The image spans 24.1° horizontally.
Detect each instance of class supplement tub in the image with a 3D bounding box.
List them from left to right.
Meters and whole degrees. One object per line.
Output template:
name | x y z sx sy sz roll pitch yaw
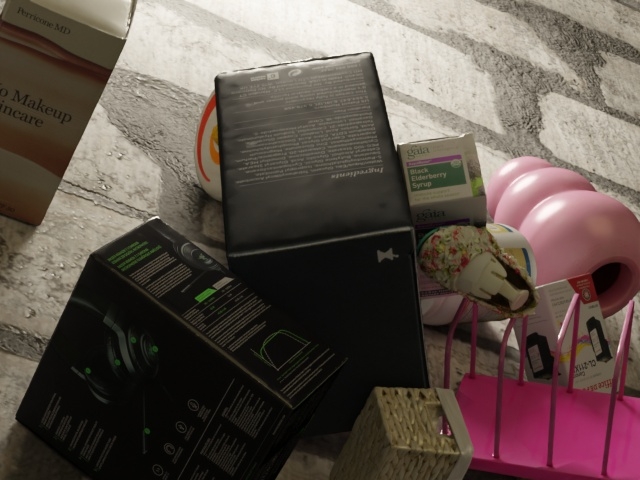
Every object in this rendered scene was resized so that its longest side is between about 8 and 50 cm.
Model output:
supplement tub | 0.195 0.047 2.134 0.200 0.144 0.144 -1 42 -41

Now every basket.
basket | 0.088 0.257 1.715 0.103 0.167 0.113 11 35 -21

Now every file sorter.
file sorter | 0.308 0.176 1.896 0.291 0.182 0.202 7 26 15

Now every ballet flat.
ballet flat | 0.199 0.040 1.779 0.077 0.091 0.241 42 11 32

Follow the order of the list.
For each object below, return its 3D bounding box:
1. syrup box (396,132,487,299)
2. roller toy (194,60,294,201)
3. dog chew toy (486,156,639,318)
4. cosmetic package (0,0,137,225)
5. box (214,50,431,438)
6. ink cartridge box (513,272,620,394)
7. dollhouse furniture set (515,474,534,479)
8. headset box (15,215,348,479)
syrup box | 0.150 -0.025 1.838 0.093 0.237 0.096 -9 60 1
roller toy | -0.087 -0.137 2.125 0.146 0.191 0.209 10 59 -33
dog chew toy | 0.368 -0.019 2.341 0.207 0.206 0.332 11 27 -29
cosmetic package | -0.355 -0.184 1.859 0.153 0.296 0.129 21 30 -14
box | 0.000 0.000 1.837 0.212 0.293 0.395 -9 36 -1
ink cartridge box | 0.343 0.145 2.100 0.127 0.072 0.175 -11 84 -48
dollhouse furniture set | 0.332 0.292 1.929 0.161 0.101 0.182 27 30 -6
headset box | -0.159 0.151 1.581 0.283 0.246 0.131 35 31 11
